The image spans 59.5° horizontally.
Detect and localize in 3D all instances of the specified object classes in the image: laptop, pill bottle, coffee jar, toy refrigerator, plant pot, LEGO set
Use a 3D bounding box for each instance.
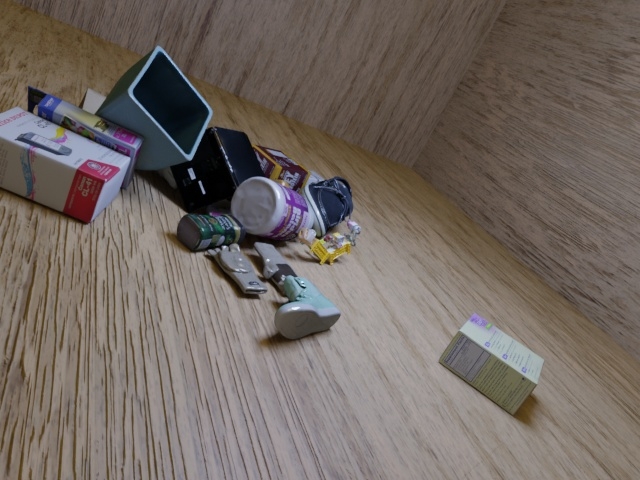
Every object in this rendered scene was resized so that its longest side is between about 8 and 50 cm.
[{"bbox_3d":[-0.318,-0.219,1.748,0.136,0.264,0.234,97,-30,-76],"label":"laptop"},{"bbox_3d":[-0.133,-0.086,1.728,0.169,0.169,0.301,36,8,22],"label":"pill bottle"},{"bbox_3d":[-0.292,-0.025,1.523,0.096,0.079,0.184,42,23,24],"label":"coffee jar"},{"bbox_3d":[-0.755,-0.411,1.867,0.102,0.094,0.269,25,19,-29],"label":"toy refrigerator"},{"bbox_3d":[-0.507,-0.346,1.600,0.248,0.252,0.247,51,34,-35],"label":"plant pot"},{"bbox_3d":[0.000,0.000,1.811,0.107,0.132,0.287,32,24,37],"label":"LEGO set"}]

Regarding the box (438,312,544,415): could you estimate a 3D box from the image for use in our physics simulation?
[{"bbox_3d":[0.491,0.343,1.598,0.243,0.117,0.213,36,21,18],"label":"box"}]

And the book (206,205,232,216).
[{"bbox_3d":[-0.290,-0.059,1.690,0.096,0.035,0.144,16,22,-24],"label":"book"}]

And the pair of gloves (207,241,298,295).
[{"bbox_3d":[-0.164,0.079,1.496,0.240,0.042,0.204,1,36,-49],"label":"pair of gloves"}]

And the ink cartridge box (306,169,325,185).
[{"bbox_3d":[-0.058,-0.270,2.493,0.150,0.063,0.109,7,28,-45],"label":"ink cartridge box"}]

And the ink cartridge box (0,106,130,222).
[{"bbox_3d":[-0.656,-0.188,1.370,0.306,0.131,0.226,25,20,-13],"label":"ink cartridge box"}]

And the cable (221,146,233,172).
[{"bbox_3d":[-0.340,-0.262,2.053,0.257,0.089,0.257,23,19,-18],"label":"cable"}]

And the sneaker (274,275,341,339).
[{"bbox_3d":[-0.067,0.153,1.353,0.151,0.094,0.256,44,14,24],"label":"sneaker"}]

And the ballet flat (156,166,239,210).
[{"bbox_3d":[-0.397,-0.203,1.779,0.408,0.147,0.147,25,19,-7],"label":"ballet flat"}]

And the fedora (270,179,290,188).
[{"bbox_3d":[-0.153,-0.161,1.932,0.194,0.079,0.194,1,-10,0],"label":"fedora"}]

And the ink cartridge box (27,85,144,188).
[{"bbox_3d":[-0.649,-0.271,1.510,0.311,0.186,0.065,26,50,-11],"label":"ink cartridge box"}]

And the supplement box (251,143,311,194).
[{"bbox_3d":[-0.183,-0.269,2.221,0.191,0.129,0.194,41,23,33],"label":"supplement box"}]

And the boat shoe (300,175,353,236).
[{"bbox_3d":[0.034,-0.144,2.084,0.500,0.155,0.187,-62,134,-73],"label":"boat shoe"}]
